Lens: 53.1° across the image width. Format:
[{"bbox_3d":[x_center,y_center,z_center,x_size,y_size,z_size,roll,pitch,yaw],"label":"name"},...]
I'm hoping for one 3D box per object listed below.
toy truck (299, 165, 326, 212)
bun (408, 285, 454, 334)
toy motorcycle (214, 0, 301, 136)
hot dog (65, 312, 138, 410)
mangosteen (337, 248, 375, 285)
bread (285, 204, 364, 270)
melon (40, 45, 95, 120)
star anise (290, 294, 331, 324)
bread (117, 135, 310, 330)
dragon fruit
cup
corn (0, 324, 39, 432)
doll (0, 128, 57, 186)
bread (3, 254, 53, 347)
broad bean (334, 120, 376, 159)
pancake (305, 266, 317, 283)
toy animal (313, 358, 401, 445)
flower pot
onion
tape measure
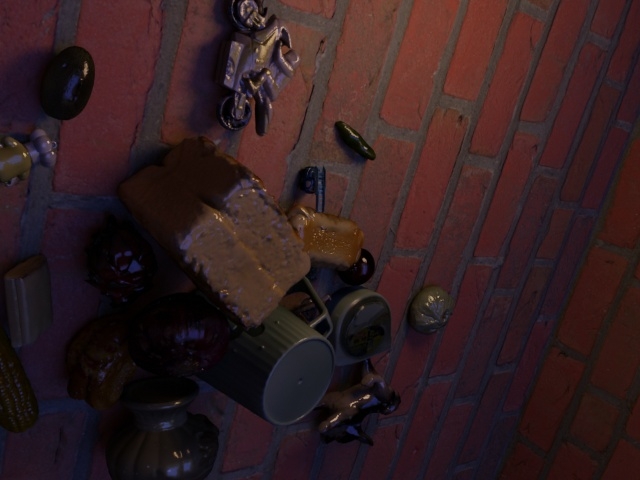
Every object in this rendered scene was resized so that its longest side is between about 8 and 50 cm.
[{"bbox_3d":[-0.019,-0.149,1.874,0.063,0.074,0.136,-4,96,-40],"label":"toy truck"},{"bbox_3d":[0.430,0.274,2.455,0.195,0.118,0.195,-21,127,-30],"label":"bun"},{"bbox_3d":[-0.153,-0.436,1.612,0.223,0.108,0.341,4,102,-35],"label":"toy motorcycle"},{"bbox_3d":[-0.552,0.300,1.631,0.257,0.150,0.153,-59,145,-1],"label":"hot dog"},{"bbox_3d":[0.122,0.084,2.106,0.140,0.140,0.140,-19,122,-32],"label":"mangosteen"},{"bbox_3d":[0.000,0.000,1.946,0.311,0.121,0.173,16,88,-44],"label":"bread"},{"bbox_3d":[-0.533,-0.332,1.354,0.099,0.099,0.162,15,102,-43],"label":"melon"},{"bbox_3d":[-0.063,0.251,2.001,0.262,0.081,0.230,-56,174,30],"label":"star anise"},{"bbox_3d":[-0.246,-0.026,1.556,0.279,0.390,0.371,-43,131,-8],"label":"bread"},{"bbox_3d":[-0.481,0.057,1.546,0.182,0.182,0.189,-45,134,-13],"label":"dragon fruit"},{"bbox_3d":[-0.163,0.262,1.773,0.310,0.392,0.401,32,84,-50],"label":"cup"},{"bbox_3d":[-0.750,0.306,1.483,0.120,0.120,0.363,-30,130,-25],"label":"corn"},{"bbox_3d":[-0.641,-0.178,1.366,0.162,0.062,0.106,-28,131,-27],"label":"doll"},{"bbox_3d":[-0.664,0.137,1.468,0.139,0.060,0.178,-67,163,-64],"label":"bread"},{"bbox_3d":[0.114,-0.291,1.940,0.195,0.061,0.046,38,83,-44],"label":"broad bean"},{"bbox_3d":[-0.051,0.091,2.022,0.116,0.022,0.129,-10,117,-36],"label":"pancake"},{"bbox_3d":[0.136,0.617,2.329,0.344,0.194,0.303,-43,127,-7],"label":"toy animal"},{"bbox_3d":[-0.430,0.518,1.750,0.307,0.307,0.244,-9,103,-37],"label":"flower pot"},{"bbox_3d":[-0.344,0.232,1.563,0.246,0.190,0.246,-12,140,-11],"label":"onion"},{"bbox_3d":[0.125,0.288,2.192,0.259,0.138,0.262,-14,120,-36],"label":"tape measure"}]
